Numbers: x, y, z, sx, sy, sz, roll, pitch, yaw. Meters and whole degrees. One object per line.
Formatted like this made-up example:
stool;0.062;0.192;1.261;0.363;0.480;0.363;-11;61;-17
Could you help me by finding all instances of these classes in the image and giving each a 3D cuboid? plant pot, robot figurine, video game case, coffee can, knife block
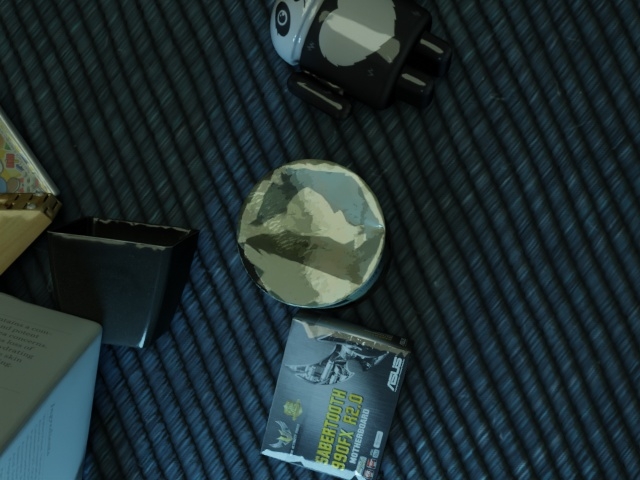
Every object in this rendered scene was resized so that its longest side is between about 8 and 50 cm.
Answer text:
plant pot;-0.302;0.064;1.656;0.188;0.188;0.166;7;100;6
robot figurine;0.059;-0.305;1.642;0.278;0.173;0.209;29;45;7
video game case;-0.558;-0.107;1.734;0.206;0.026;0.227;-36;88;11
coffee can;0.000;0.000;1.574;0.202;0.275;0.201;0;85;6
knife block;-0.541;0.049;1.696;0.276;0.088;0.242;-1;111;-2

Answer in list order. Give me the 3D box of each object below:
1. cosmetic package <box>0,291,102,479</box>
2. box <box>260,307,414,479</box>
cosmetic package;-0.537;0.292;1.495;0.330;0.393;0.327;15;116;7
box;0.024;0.235;1.629;0.183;0.056;0.231;16;106;6
